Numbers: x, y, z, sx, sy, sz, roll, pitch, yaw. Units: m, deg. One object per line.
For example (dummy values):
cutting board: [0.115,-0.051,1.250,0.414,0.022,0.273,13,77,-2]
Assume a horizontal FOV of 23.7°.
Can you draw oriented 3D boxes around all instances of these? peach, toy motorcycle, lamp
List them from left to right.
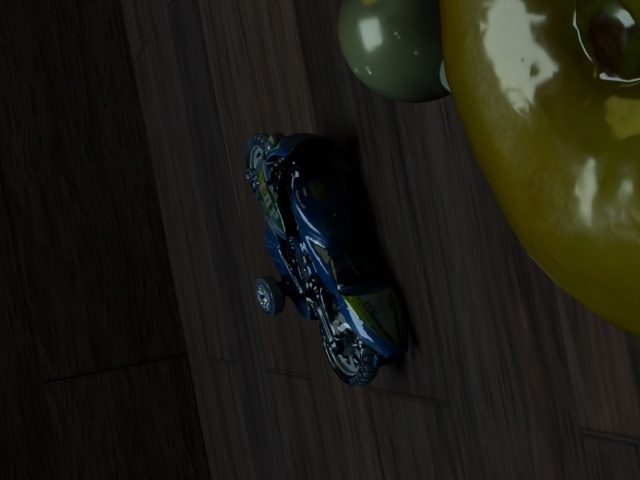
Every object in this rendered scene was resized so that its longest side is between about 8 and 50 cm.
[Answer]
toy motorcycle: [0.000,0.000,1.259,0.254,0.092,0.135,64,153,23]
lamp: [0.078,-0.102,0.868,0.163,0.091,0.091,46,148,39]
peach: [0.134,-0.077,0.495,0.251,0.153,0.251,49,153,35]
